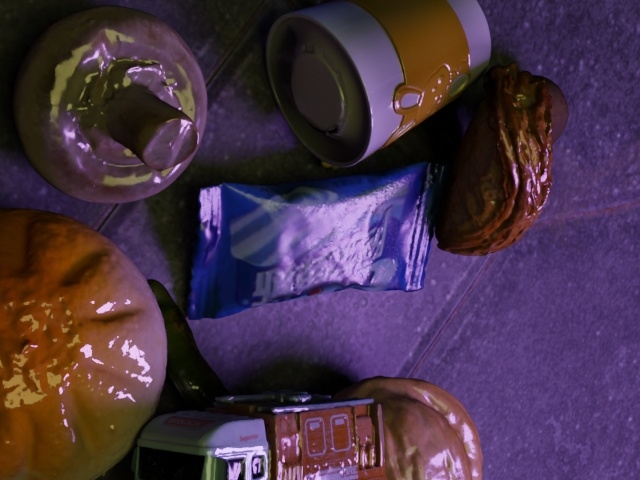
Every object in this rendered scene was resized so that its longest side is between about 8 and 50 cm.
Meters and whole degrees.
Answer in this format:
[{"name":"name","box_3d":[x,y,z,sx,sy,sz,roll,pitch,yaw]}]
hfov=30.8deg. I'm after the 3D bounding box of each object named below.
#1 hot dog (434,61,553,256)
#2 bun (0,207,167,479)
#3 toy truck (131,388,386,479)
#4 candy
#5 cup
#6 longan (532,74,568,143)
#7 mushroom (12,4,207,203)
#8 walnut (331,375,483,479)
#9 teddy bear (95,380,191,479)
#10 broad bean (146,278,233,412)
[{"name":"hot dog","box_3d":[0.222,-0.086,1.429,0.114,0.175,0.259,10,137,-4]},{"name":"bun","box_3d":[-0.295,0.111,1.147,0.299,0.165,0.298,4,76,-15]},{"name":"toy truck","box_3d":[-0.059,0.241,1.230,0.305,0.136,0.162,4,86,-51]},{"name":"candy","box_3d":[0.000,0.000,1.399,0.331,0.077,0.187,-7,120,-28]},{"name":"cup","box_3d":[0.067,-0.190,1.368,0.226,0.185,0.241,-29,149,-28]},{"name":"longan","box_3d":[0.272,-0.163,1.527,0.113,0.092,0.113,-24,135,-27]},{"name":"mushroom","box_3d":[-0.199,-0.129,1.178,0.207,0.215,0.207,-14,116,-29]},{"name":"walnut","box_3d":[0.085,0.289,1.443,0.257,0.224,0.257,-3,103,-15]},{"name":"teddy bear","box_3d":[-0.186,0.328,1.299,0.357,0.225,0.367,-21,111,-48]},{"name":"broad bean","box_3d":[-0.117,0.172,1.344,0.049,0.144,0.292,-34,121,12]}]
